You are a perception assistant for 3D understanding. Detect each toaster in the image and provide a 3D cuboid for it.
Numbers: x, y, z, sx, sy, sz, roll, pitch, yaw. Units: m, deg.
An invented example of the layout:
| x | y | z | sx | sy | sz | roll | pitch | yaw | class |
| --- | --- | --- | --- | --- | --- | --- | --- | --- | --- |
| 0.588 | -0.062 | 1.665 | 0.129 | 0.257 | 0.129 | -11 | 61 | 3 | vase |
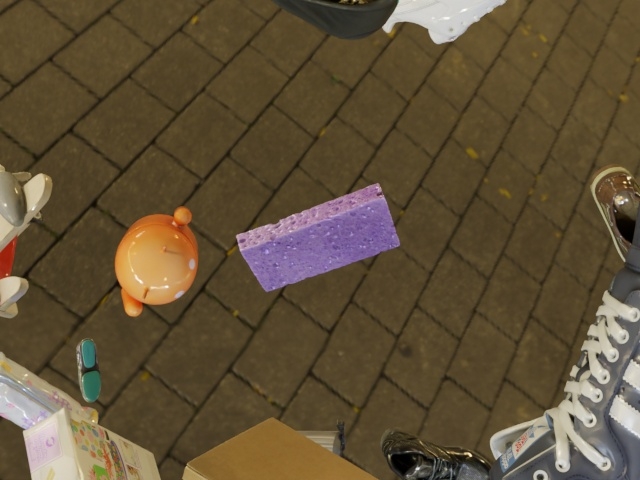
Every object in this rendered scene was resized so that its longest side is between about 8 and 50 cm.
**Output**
| x | y | z | sx | sy | sz | roll | pitch | yaw | class |
| --- | --- | --- | --- | --- | --- | --- | --- | --- | --- |
| -0.021 | 0.519 | 1.913 | 0.146 | 0.129 | 0.227 | 1 | 92 | 8 | toaster |

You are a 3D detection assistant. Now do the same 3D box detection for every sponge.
| x | y | z | sx | sy | sz | roll | pitch | yaw | class |
| --- | --- | --- | --- | --- | --- | --- | --- | --- | --- |
| 0.000 | 0.000 | 1.175 | 0.210 | 0.117 | 0.031 | -20 | 52 | 6 | sponge |

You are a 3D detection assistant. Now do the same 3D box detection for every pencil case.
| x | y | z | sx | sy | sz | roll | pitch | yaw | class |
| --- | --- | --- | --- | --- | --- | --- | --- | --- | --- |
| -0.595 | 0.342 | 1.753 | 0.273 | 0.124 | 0.113 | 41 | 69 | -26 | pencil case |

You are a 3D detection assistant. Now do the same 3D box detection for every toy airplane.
| x | y | z | sx | sy | sz | roll | pitch | yaw | class |
| --- | --- | --- | --- | --- | --- | --- | --- | --- | --- |
| -0.778 | 0.010 | 1.871 | 0.272 | 0.384 | 0.386 | 40 | 68 | -36 | toy airplane |

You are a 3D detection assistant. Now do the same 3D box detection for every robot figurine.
| x | y | z | sx | sy | sz | roll | pitch | yaw | class |
| --- | --- | --- | --- | --- | --- | --- | --- | --- | --- |
| -0.255 | 0.030 | 1.322 | 0.158 | 0.219 | 0.128 | -24 | 102 | -3 | robot figurine |

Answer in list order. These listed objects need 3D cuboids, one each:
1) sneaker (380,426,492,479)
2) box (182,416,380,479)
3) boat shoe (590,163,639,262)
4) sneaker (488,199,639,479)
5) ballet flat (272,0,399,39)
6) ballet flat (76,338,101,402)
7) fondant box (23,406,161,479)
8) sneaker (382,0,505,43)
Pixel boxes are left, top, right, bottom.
| x | y | z | sx | sy | sz | roll | pitch | yaw | class |
| --- | --- | --- | --- | --- | --- | --- | --- | --- | --- |
| 0.227 | 0.442 | 1.630 | 0.228 | 0.087 | 0.130 | 22 | 13 | -3 | sneaker |
| -0.023 | 0.272 | 0.925 | 0.201 | 0.021 | 0.164 | 24 | 20 | 27 | box |
| 0.526 | -0.004 | 1.374 | 0.257 | 0.095 | 0.095 | 45 | 19 | -21 | boat shoe |
| 0.183 | 0.090 | 0.541 | 0.153 | 0.099 | 0.282 | -3 | 96 | 10 | sneaker |
| -0.048 | -0.257 | 0.714 | 0.280 | 0.096 | 0.095 | 14 | 77 | -27 | ballet flat |
| -0.419 | 0.233 | 1.520 | 0.041 | 0.041 | 0.114 | -4 | 87 | -32 | ballet flat |
| -0.398 | 0.479 | 1.569 | 0.096 | 0.330 | 0.238 | -29 | 55 | 3 | fondant box |
| 0.210 | -0.348 | 1.134 | 0.114 | 0.305 | 0.152 | -60 | 144 | -50 | sneaker |
